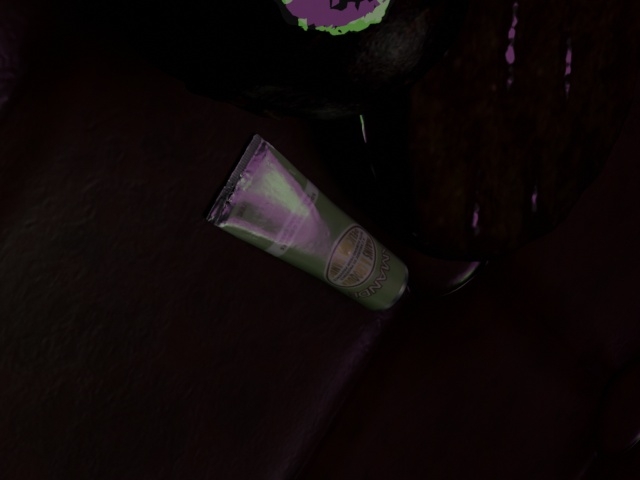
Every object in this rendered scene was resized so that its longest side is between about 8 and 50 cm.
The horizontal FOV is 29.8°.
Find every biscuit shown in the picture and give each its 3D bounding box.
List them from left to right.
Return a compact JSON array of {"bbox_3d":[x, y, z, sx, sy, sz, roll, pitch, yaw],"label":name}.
[{"bbox_3d":[0.156,-0.181,1.134,0.407,0.091,0.407,-17,117,-35],"label":"biscuit"}]

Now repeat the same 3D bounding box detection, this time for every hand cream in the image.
[{"bbox_3d":[0.000,0.000,1.092,0.235,0.055,0.086,36,79,-38],"label":"hand cream"}]

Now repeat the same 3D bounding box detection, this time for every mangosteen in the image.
[{"bbox_3d":[-0.015,-0.236,0.828,0.275,0.275,0.302,11,100,-45],"label":"mangosteen"}]
